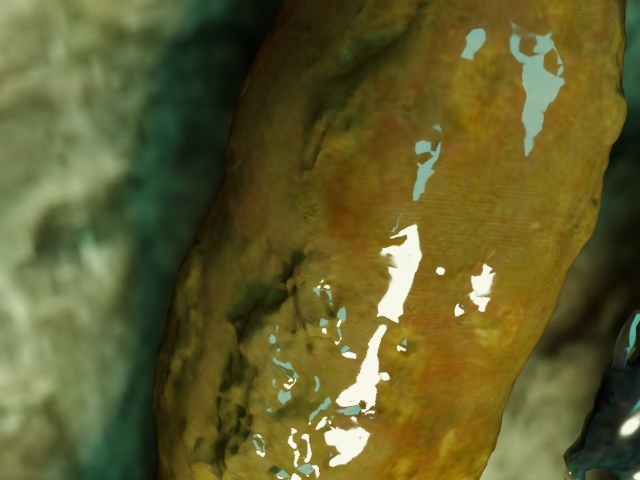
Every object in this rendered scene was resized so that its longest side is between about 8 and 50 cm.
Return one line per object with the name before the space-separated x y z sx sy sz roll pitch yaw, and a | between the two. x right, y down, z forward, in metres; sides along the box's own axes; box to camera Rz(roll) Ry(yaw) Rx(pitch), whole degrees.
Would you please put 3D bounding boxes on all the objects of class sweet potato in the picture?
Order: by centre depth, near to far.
sweet potato | 0.014 0.001 0.463 0.106 0.095 0.354 19 106 19

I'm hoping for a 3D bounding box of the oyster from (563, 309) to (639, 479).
oyster | 0.173 0.057 0.534 0.238 0.115 0.351 -8 109 -5
